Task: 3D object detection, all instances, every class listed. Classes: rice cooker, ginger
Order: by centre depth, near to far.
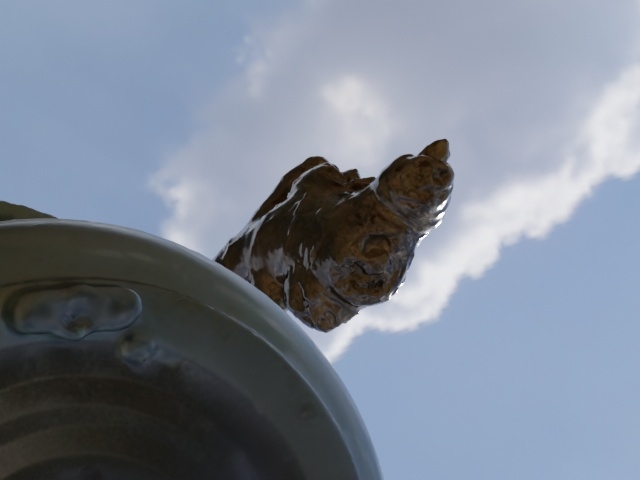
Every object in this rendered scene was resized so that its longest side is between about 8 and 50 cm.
[{"bbox_3d":[-0.126,0.115,0.648,0.264,0.316,0.317,-38,-149,-20],"label":"rice cooker"},{"bbox_3d":[0.001,0.000,1.377,0.333,0.080,0.166,-16,-137,59],"label":"ginger"}]
